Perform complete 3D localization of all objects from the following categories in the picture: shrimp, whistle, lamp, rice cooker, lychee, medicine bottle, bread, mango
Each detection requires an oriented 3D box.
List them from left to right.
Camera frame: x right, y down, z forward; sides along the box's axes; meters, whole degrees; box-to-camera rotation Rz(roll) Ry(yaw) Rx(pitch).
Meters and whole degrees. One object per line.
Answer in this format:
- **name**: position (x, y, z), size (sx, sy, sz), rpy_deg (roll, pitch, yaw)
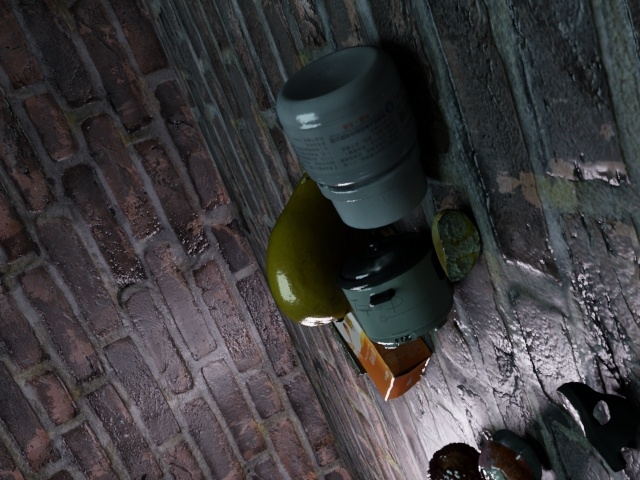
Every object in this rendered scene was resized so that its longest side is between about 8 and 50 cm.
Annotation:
- **mango**: position (0.000, 0.000, 1.681), size (0.220, 0.301, 0.445), rpy_deg (-20, 61, 47)
- **lamp**: position (0.093, 0.347, 2.415), size (0.325, 0.090, 0.089), rpy_deg (58, 163, 15)
- **medicine bottle**: position (0.074, -0.200, 1.294), size (0.245, 0.245, 0.306), rpy_deg (40, 161, 55)
- **shrimp**: position (0.166, 0.001, 1.705), size (0.180, 0.041, 0.099), rpy_deg (29, 140, 66)
- **rice cooker**: position (0.171, 0.098, 1.493), size (0.227, 0.241, 0.280), rpy_deg (63, -156, -15)
- **bread**: position (0.266, 0.005, 1.311), size (0.157, 0.083, 0.094), rpy_deg (70, 166, -15)
- **lychee**: position (0.400, 0.665, 1.813), size (0.188, 0.188, 0.188), rpy_deg (55, 163, 27)
- **whistle**: position (0.475, 0.575, 1.508), size (0.142, 0.133, 0.346), rpy_deg (-30, 96, 38)

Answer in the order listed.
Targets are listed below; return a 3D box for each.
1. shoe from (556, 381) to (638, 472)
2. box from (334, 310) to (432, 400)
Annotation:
- **shoe**: position (0.488, 0.304, 1.107), size (0.241, 0.093, 0.108), rpy_deg (48, -167, -36)
- **box**: position (0.173, 0.282, 1.950), size (0.341, 0.143, 0.225), rpy_deg (57, 163, 26)
